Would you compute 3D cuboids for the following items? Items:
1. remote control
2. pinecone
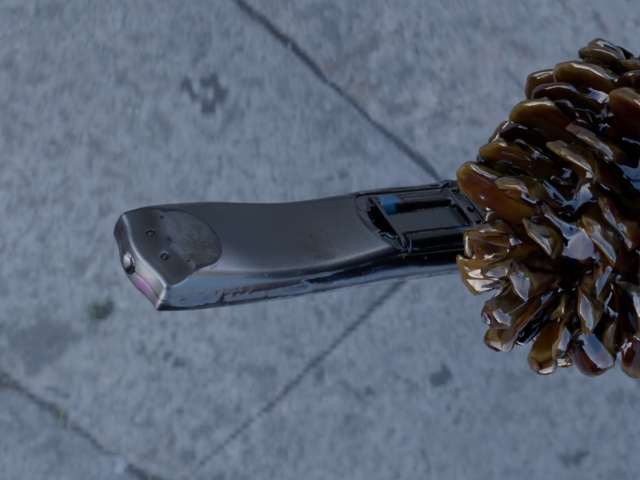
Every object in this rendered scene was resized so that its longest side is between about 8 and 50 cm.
[{"bbox_3d":[0.000,0.000,0.802,0.212,0.059,0.028,-7,141,-36],"label":"remote control"},{"bbox_3d":[0.136,-0.009,0.769,0.173,0.173,0.173,-1,115,-3],"label":"pinecone"}]
